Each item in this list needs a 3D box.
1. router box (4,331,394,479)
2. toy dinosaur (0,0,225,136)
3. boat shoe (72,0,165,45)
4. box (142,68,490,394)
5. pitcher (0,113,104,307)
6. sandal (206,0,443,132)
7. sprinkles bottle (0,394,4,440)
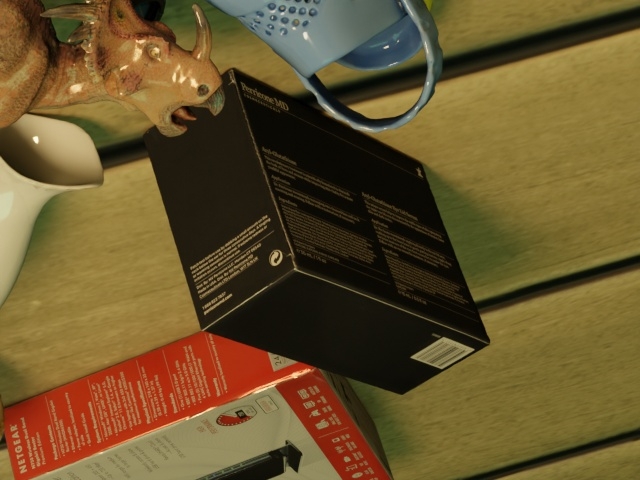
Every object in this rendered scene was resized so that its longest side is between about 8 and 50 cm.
[{"bbox_3d":[-0.110,0.207,1.888,0.301,0.082,0.335,-22,151,5],"label":"router box"},{"bbox_3d":[-0.220,-0.144,1.204,0.200,0.127,0.296,-36,142,28],"label":"toy dinosaur"},{"bbox_3d":[-0.140,-0.140,1.332,0.049,0.040,0.142,-5,147,-24],"label":"boat shoe"},{"bbox_3d":[0.000,0.000,1.503,0.103,0.184,0.261,-32,148,26],"label":"box"},{"bbox_3d":[-0.286,-0.020,1.391,0.178,0.125,0.207,31,116,-28],"label":"pitcher"},{"bbox_3d":[-0.009,-0.169,1.265,0.126,0.138,0.317,-32,146,26],"label":"sandal"},{"bbox_3d":[-0.442,0.208,1.664,0.355,0.121,0.121,-31,148,20],"label":"sprinkles bottle"}]
